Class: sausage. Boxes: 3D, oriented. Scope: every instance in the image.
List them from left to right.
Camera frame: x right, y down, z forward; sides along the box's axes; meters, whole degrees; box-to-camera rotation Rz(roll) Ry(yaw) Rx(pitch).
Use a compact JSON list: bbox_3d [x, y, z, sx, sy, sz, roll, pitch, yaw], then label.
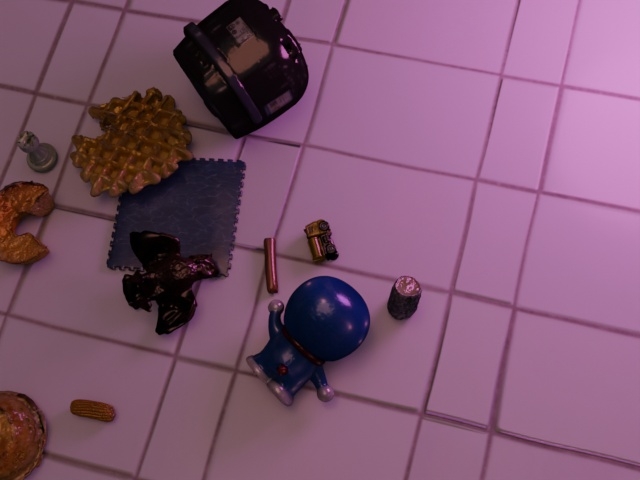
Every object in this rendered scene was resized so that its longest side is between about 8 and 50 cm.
[{"bbox_3d":[-0.099,0.052,1.925,0.026,0.026,0.116,-7,70,4],"label":"sausage"}]

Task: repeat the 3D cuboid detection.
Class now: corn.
[{"bbox_3d":[-0.444,0.331,1.857,0.092,0.037,0.037,7,71,12],"label":"corn"}]

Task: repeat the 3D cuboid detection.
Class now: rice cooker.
[{"bbox_3d":[-0.157,-0.361,1.967,0.224,0.267,0.267,-36,70,-3],"label":"rice cooker"}]

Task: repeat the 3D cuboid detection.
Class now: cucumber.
[{"bbox_3d":[0.159,0.110,1.829,0.064,0.112,0.064,0,65,0],"label":"cucumber"}]

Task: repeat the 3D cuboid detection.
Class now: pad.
[{"bbox_3d":[-0.301,-0.055,1.996,0.270,0.012,0.269,2,70,8],"label":"pad"}]

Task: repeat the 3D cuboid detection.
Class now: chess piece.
[{"bbox_3d":[-0.610,-0.194,2.034,0.067,0.103,0.067,-2,69,6],"label":"chess piece"}]

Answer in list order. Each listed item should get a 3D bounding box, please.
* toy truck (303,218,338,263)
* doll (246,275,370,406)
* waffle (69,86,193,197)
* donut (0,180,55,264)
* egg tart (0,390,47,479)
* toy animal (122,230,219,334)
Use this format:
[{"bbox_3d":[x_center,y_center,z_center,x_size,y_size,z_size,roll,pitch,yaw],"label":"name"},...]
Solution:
[{"bbox_3d":[0.000,0.000,1.920,0.054,0.049,0.083,-17,70,2],"label":"toy truck"},{"bbox_3d":[-0.018,0.189,1.811,0.257,0.161,0.215,-45,84,7],"label":"doll"},{"bbox_3d":[-0.406,-0.205,2.032,0.261,0.056,0.250,-20,63,-5],"label":"waffle"},{"bbox_3d":[-0.630,-0.031,1.994,0.146,0.078,0.181,-4,76,6],"label":"donut"},{"bbox_3d":[-0.635,0.387,1.834,0.213,0.090,0.212,-1,70,2],"label":"egg tart"},{"bbox_3d":[-0.302,0.074,1.913,0.179,0.116,0.218,-17,83,-22],"label":"toy animal"}]
